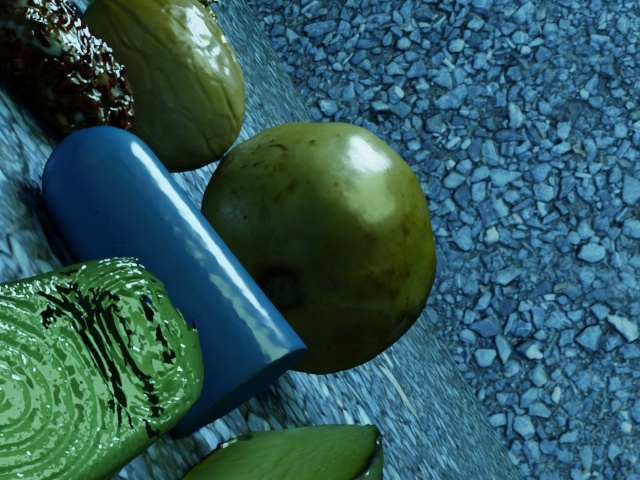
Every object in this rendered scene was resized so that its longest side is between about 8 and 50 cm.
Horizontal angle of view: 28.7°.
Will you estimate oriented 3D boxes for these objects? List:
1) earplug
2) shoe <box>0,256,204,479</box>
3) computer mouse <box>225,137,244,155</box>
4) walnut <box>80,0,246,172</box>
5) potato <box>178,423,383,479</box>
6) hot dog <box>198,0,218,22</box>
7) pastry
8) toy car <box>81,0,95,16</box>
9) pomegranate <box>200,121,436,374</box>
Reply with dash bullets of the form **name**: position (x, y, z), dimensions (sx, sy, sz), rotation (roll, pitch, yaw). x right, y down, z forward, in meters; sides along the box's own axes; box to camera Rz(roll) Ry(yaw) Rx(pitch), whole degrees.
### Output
- **earplug**: position (-0.142, 0.020, 1.075), dimensions (0.273, 0.132, 0.132), rotation (55, 8, 10)
- **shoe**: position (-0.163, 0.097, 0.654), dimensions (0.140, 0.128, 0.262), rotation (50, 36, 11)
- **computer mouse**: position (-0.110, -0.103, 1.928), dimensions (0.089, 0.056, 0.182), rotation (53, 1, -35)
- **walnut**: position (-0.182, -0.179, 1.399), dimensions (0.226, 0.193, 0.193), rotation (58, 7, -22)
- **potato**: position (-0.025, 0.222, 0.958), dimensions (0.271, 0.160, 0.111), rotation (-37, 118, -82)
- **hot dog**: position (-0.199, -0.282, 1.739), dimensions (0.158, 0.117, 0.349), rotation (98, -27, -46)
- **pastry**: position (-0.258, -0.173, 1.230), dimensions (0.208, 0.097, 0.115), rotation (52, 19, -37)
- **toy car**: position (-0.268, -0.273, 1.629), dimensions (0.071, 0.062, 0.165), rotation (49, 11, -47)
- **pomegranate**: position (-0.005, 0.012, 1.401), dimensions (0.307, 0.307, 0.307), rotation (55, 9, -12)
